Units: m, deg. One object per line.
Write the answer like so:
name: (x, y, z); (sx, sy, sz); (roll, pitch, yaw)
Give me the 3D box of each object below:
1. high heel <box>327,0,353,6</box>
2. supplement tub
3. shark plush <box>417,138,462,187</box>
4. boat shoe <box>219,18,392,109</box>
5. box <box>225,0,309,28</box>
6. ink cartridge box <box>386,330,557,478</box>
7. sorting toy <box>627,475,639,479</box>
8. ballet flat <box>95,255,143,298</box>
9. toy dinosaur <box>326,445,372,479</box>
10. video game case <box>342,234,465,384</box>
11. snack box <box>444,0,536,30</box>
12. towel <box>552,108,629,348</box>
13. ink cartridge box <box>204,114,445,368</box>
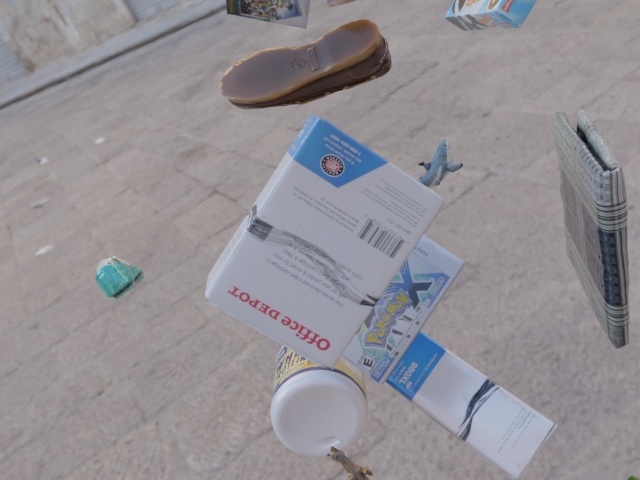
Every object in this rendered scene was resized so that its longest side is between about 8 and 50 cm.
high heel: (0.037, -0.367, 0.835); (0.082, 0.117, 0.244); (-4, 24, 24)
supplement tub: (-0.003, 0.356, 1.661); (0.228, 0.228, 0.316); (-23, 18, 8)
shark plush: (0.246, -0.159, 1.529); (0.161, 0.067, 0.073); (-40, 19, -5)
boat shoe: (-0.016, -0.196, 0.801); (0.207, 0.073, 0.073); (-11, 67, 17)
box: (-0.092, -0.484, 1.201); (0.159, 0.233, 0.044); (11, 70, -2)
ink cartridge box: (0.382, 0.430, 1.717); (0.395, 0.285, 0.166); (34, 82, 24)
sorting toy: (0.812, 0.609, 1.657); (0.042, 0.102, 0.061); (6, 54, -15)
ballet flat: (-0.434, 0.072, 1.434); (0.083, 0.087, 0.247); (-38, 6, -9)
toy dinosaur: (0.076, 0.418, 1.092); (0.064, 0.211, 0.112); (-33, 23, -36)
video game case: (0.108, 0.102, 1.491); (0.329, 0.300, 0.036); (-57, -15, 8)
snack box: (0.340, -0.484, 1.228); (0.187, 0.060, 0.322); (-60, 13, 11)
towel: (0.452, -0.036, 1.098); (0.056, 0.312, 0.324); (-11, 26, 11)
ink cartridge box: (0.000, 0.000, 1.007); (0.307, 0.223, 0.129); (-57, 13, 7)
